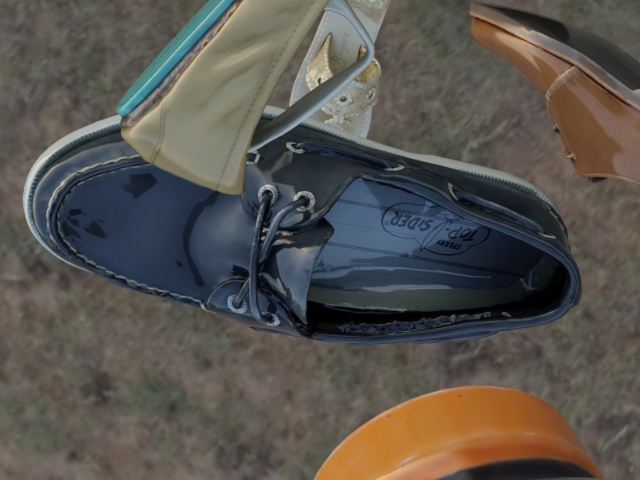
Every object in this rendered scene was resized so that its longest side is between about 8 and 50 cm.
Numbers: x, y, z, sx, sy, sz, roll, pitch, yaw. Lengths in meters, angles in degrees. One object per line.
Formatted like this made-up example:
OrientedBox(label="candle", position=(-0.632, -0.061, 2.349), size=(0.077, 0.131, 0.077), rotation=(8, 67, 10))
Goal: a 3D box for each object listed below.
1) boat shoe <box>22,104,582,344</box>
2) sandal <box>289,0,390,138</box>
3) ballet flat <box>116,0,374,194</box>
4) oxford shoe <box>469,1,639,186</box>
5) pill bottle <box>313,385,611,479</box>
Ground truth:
OrientedBox(label="boat shoe", position=(0.000, 0.004, 0.788), size=(0.340, 0.113, 0.127), rotation=(11, 110, -18))
OrientedBox(label="sandal", position=(0.023, -0.175, 1.357), size=(0.088, 0.079, 0.240), rotation=(14, 97, -3))
OrientedBox(label="ballet flat", position=(0.007, -0.116, 0.563), size=(0.073, 0.080, 0.232), rotation=(37, 107, -12))
OrientedBox(label="oxford shoe", position=(0.156, -0.079, 0.787), size=(0.212, 0.076, 0.076), rotation=(43, 122, 38))
OrientedBox(label="pill bottle", position=(0.064, 0.146, 0.309), size=(0.130, 0.246, 0.130), rotation=(-8, 129, -10))
